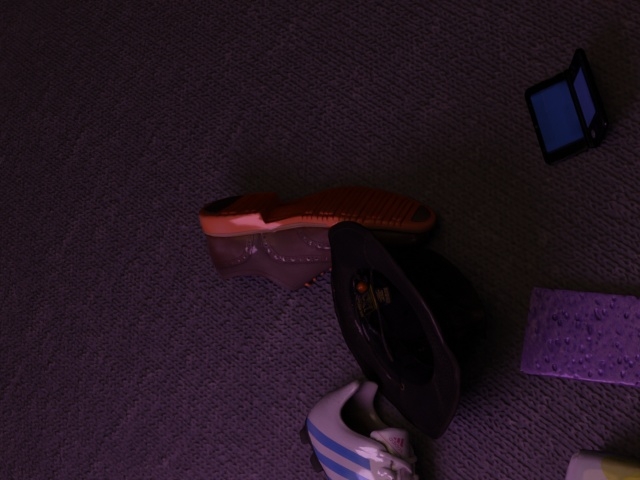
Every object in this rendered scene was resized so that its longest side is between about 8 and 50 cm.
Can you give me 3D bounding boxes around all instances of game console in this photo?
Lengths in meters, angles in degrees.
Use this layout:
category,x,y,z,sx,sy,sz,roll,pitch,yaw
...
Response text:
category,x,y,z,sx,sy,sz,roll,pitch,yaw
game console,0.333,-0.181,1.507,0.071,0.107,0.122,-13,71,-3

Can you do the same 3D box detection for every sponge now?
category,x,y,z,sx,sy,sz,roll,pitch,yaw
sponge,0.370,0.127,1.439,0.210,0.031,0.117,4,81,31

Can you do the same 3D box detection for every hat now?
category,x,y,z,sx,sy,sz,roll,pitch,yaw
hat,0.136,0.102,1.494,0.134,0.331,0.331,-21,63,-20

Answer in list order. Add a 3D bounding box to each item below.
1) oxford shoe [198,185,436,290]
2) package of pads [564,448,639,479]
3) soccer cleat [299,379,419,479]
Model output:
category,x,y,z,sx,sy,sz,roll,pitch,yaw
oxford shoe,0.000,0.000,1.651,0.363,0.130,0.133,0,112,23
package of pads,0.388,0.414,1.326,0.229,0.101,0.296,9,83,30
soccer cleat,0.085,0.340,1.500,0.143,0.116,0.331,-44,59,28
